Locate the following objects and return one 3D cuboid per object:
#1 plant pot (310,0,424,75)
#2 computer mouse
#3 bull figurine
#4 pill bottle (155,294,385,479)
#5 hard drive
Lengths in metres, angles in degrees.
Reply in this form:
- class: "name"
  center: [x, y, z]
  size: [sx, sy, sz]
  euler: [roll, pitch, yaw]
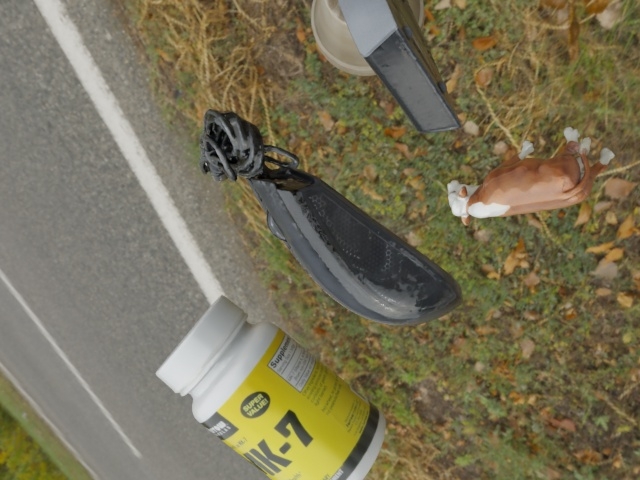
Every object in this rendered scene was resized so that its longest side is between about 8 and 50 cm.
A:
- class: "plant pot"
  center: [0.120, -0.626, 1.584]
  size: [0.323, 0.323, 0.280]
  euler: [44, -172, 2]
- class: "computer mouse"
  center: [0.000, 0.000, 0.509]
  size: [0.272, 0.072, 0.188]
  euler: [35, 176, -14]
- class: "bull figurine"
  center: [0.383, -0.113, 1.121]
  size: [0.101, 0.188, 0.310]
  euler: [52, 156, -22]
- class: "pill bottle"
  center: [-0.049, 0.156, 0.590]
  size: [0.208, 0.119, 0.119]
  euler: [40, 146, -5]
- class: "hard drive"
  center: [0.075, -0.244, 0.669]
  size: [0.054, 0.254, 0.172]
  euler: [-28, 138, 21]
